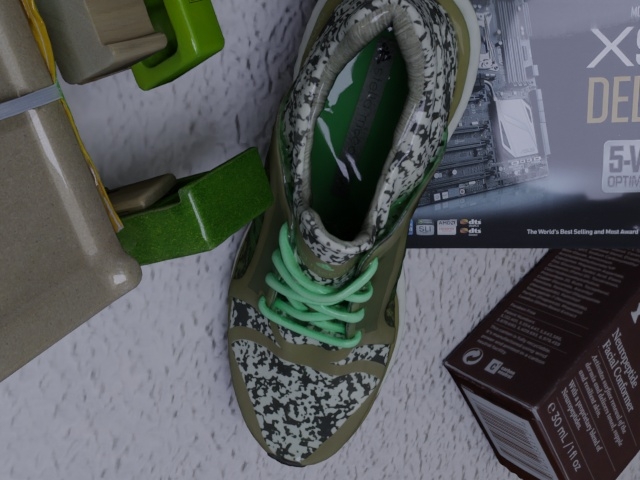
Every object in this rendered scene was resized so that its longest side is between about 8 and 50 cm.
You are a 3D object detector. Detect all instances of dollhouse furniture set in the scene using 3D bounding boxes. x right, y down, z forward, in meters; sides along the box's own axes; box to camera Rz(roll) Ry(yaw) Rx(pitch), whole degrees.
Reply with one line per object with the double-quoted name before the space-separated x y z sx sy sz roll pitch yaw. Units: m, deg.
"dollhouse furniture set" -0.180 -0.047 0.405 0.301 0.151 0.198 -43 118 -56

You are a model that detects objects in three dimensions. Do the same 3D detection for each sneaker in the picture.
"sneaker" 0.000 0.000 0.550 0.157 0.182 0.411 14 108 7

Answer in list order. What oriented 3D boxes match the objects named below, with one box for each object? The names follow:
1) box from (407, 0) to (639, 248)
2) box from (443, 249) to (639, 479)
"box" 0.164 -0.117 0.620 0.307 0.076 0.243 1 109 11
"box" 0.338 0.093 0.873 0.381 0.143 0.191 -43 122 -18
